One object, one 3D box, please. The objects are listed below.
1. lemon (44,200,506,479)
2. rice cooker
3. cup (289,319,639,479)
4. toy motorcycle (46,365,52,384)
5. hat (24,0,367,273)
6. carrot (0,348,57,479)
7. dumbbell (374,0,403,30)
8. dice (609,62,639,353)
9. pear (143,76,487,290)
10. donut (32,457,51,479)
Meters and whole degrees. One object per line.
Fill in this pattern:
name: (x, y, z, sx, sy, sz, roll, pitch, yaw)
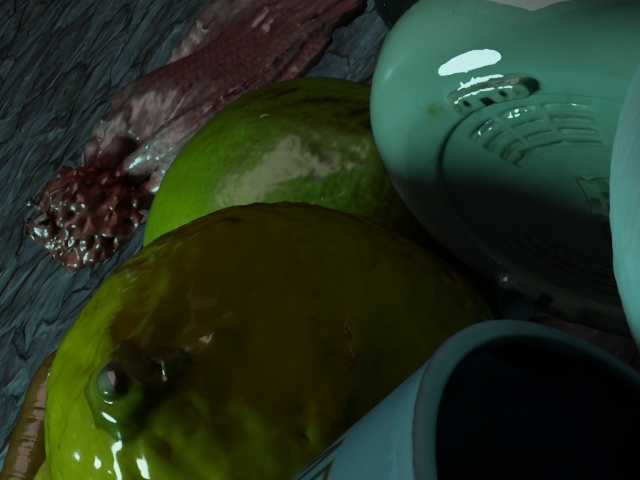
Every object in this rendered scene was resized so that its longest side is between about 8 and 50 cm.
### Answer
lemon: (-0.016, 0.101, 0.989, 0.253, 0.310, 0.253, -14, 63, 29)
rice cooker: (0.187, -0.115, 0.941, 0.288, 0.288, 0.277, -20, 38, 53)
cup: (0.030, 0.247, 0.745, 0.311, 0.257, 0.331, -42, 26, 30)
toy motorcycle: (-0.091, 0.059, 1.407, 0.221, 0.148, 0.325, -18, 37, 19)
hat: (-0.100, -0.078, 1.372, 0.286, 0.107, 0.237, -48, 17, -28)
carrot: (-0.245, 0.218, 1.572, 0.069, 0.069, 0.336, -18, 47, 54)
dumbbell: (0.094, -0.251, 1.427, 0.179, 0.179, 0.406, -49, 22, 11)
dice: (0.280, -0.019, 0.631, 0.268, 0.262, 0.265, -59, 23, -17)
pear: (0.000, 0.000, 1.206, 0.269, 0.212, 0.212, -22, 38, 41)
donut: (-0.120, 0.215, 1.207, 0.226, 0.114, 0.226, -36, 42, 41)
